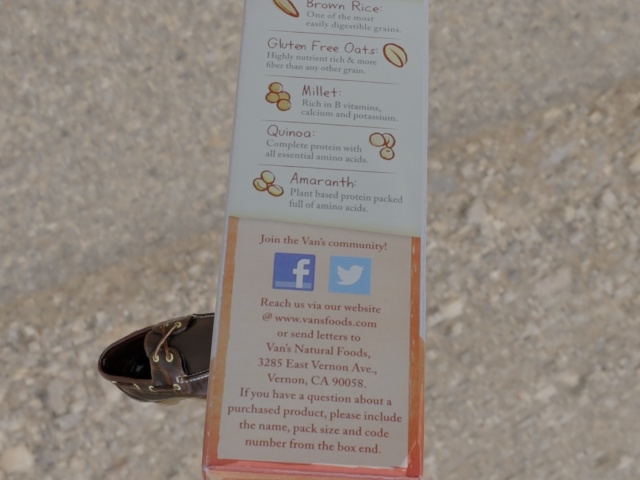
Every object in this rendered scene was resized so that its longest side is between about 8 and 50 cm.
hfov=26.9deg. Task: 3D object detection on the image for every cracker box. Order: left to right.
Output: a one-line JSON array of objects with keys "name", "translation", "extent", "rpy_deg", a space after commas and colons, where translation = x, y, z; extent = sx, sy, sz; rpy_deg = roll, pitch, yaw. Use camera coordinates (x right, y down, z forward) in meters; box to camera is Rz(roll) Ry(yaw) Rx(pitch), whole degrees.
[{"name": "cracker box", "translation": [0.000, 0.000, 0.482], "extent": [0.067, 0.232, 0.156], "rpy_deg": [3, 152, -1]}]

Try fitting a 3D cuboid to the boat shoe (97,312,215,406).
[{"name": "boat shoe", "translation": [-0.125, 0.103, 1.170], "extent": [0.073, 0.073, 0.207], "rpy_deg": [28, 148, -28]}]
